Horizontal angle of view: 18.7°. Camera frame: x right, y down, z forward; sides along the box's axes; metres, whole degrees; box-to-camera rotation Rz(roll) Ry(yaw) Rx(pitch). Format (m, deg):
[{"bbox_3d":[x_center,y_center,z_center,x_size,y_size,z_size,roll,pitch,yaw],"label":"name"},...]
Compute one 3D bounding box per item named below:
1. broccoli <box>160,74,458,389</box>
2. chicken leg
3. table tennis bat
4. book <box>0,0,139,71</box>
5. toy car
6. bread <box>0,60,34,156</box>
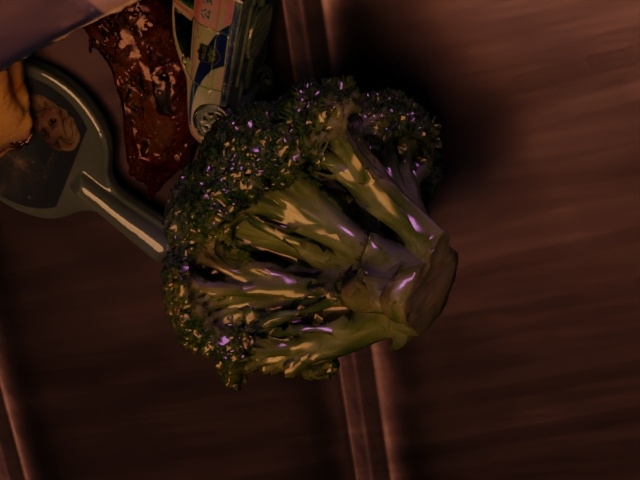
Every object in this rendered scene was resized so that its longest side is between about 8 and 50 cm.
[{"bbox_3d":[0.000,0.000,1.516,0.241,0.269,0.261,23,167,34],"label":"broccoli"},{"bbox_3d":[-0.146,-0.141,1.589,0.105,0.063,0.234,-7,121,30],"label":"chicken leg"},{"bbox_3d":[-0.219,-0.062,1.686,0.237,0.038,0.149,39,124,-4],"label":"table tennis bat"},{"bbox_3d":[-0.193,-0.302,1.366,0.428,0.039,0.300,-27,116,10],"label":"book"},{"bbox_3d":[-0.074,-0.177,1.523,0.076,0.090,0.224,19,126,11],"label":"toy car"},{"bbox_3d":[-0.391,-0.214,1.639,0.345,0.242,0.405,-5,150,18],"label":"bread"}]
